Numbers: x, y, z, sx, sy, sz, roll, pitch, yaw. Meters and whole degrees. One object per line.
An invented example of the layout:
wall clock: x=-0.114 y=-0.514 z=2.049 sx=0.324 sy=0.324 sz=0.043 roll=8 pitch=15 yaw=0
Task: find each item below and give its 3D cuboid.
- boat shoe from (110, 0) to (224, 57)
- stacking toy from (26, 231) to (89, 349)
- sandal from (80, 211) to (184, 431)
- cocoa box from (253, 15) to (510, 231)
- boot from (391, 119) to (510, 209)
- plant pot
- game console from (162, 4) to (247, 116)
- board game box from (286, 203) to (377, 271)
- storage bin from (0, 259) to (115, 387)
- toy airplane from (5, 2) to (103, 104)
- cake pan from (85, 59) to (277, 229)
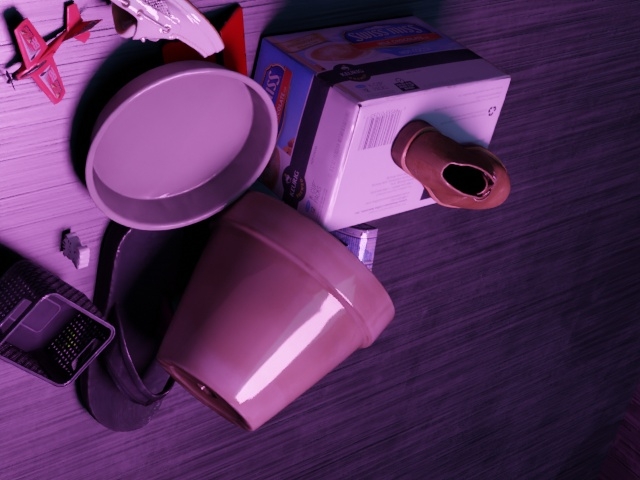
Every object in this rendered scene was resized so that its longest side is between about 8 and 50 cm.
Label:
boat shoe: x=-0.237 y=-0.309 z=1.843 sx=0.096 sy=0.098 sz=0.277 roll=-51 pitch=137 yaw=2
stacking toy: x=-0.431 y=0.097 z=2.044 sx=0.167 sy=0.052 sz=0.221 roll=-17 pitch=136 yaw=-37
sandal: x=-0.284 y=0.153 z=2.207 sx=0.167 sy=0.107 sz=0.446 roll=-22 pitch=136 yaw=-35
cocoa box: x=0.080 y=-0.191 z=2.191 sx=0.347 sy=0.228 sz=0.231 roll=-15 pitch=133 yaw=-41
boot: x=0.228 y=-0.089 z=2.151 sx=0.305 sy=0.115 sz=0.112 roll=19 pitch=105 yaw=-56
plant pot: x=-0.093 y=0.129 z=2.158 sx=0.280 sy=0.323 sz=0.323 roll=-53 pitch=147 yaw=-16
game console: x=-0.167 y=-0.258 z=2.038 sx=0.124 sy=0.085 sz=0.144 roll=-7 pitch=134 yaw=-5
board game box: x=0.000 y=0.000 z=2.354 sx=0.060 sy=0.194 sz=0.194 roll=-14 pitch=118 yaw=-46
storage bin: x=-0.394 y=0.120 z=1.986 sx=0.122 sy=0.084 sz=0.180 roll=-47 pitch=146 yaw=1
toy airplane: x=-0.350 y=-0.251 z=1.821 sx=0.151 sy=0.028 sz=0.151 roll=-31 pitch=143 yaw=-27
cake pan: x=-0.205 y=-0.141 z=2.014 sx=0.293 sy=0.054 sz=0.293 roll=-19 pitch=139 yaw=-17
